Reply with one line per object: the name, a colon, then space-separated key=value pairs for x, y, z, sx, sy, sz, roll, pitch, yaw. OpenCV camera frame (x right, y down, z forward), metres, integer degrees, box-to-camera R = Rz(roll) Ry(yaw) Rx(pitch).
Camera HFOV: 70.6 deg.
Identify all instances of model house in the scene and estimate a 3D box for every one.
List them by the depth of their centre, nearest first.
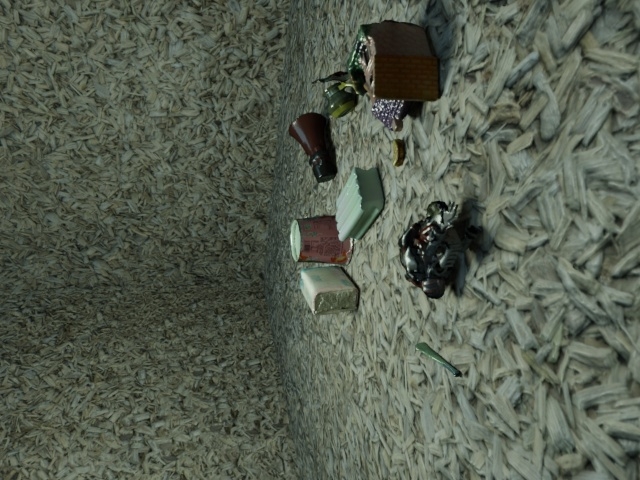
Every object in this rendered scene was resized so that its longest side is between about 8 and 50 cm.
model house: x=0.198 y=-0.458 z=1.313 sx=0.237 sy=0.202 sz=0.237 roll=116 pitch=150 yaw=-58

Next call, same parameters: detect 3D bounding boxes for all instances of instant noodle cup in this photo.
instant noodle cup: x=0.000 y=0.000 z=1.995 sx=0.243 sy=0.231 sz=0.243 roll=178 pitch=90 yaw=-75

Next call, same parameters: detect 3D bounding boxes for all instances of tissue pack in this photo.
tissue pack: x=0.030 y=0.209 z=1.952 sx=0.271 sy=0.201 sz=0.124 roll=-129 pitch=34 yaw=-66

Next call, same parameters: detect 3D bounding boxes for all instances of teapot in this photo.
teapot: x=0.087 y=-0.586 z=1.855 sx=0.165 sy=0.130 sz=0.119 roll=-31 pitch=89 yaw=38

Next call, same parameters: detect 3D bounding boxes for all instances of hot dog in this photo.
hot dog: x=0.251 y=-0.282 z=1.450 sx=0.034 sy=0.030 sz=0.090 roll=-156 pitch=65 yaw=-71

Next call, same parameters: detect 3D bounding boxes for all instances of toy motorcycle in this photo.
toy motorcycle: x=0.292 y=0.013 z=1.133 sx=0.401 sy=0.134 sz=0.207 roll=111 pitch=153 yaw=-56

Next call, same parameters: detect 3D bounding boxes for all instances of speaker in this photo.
speaker: x=-0.040 y=-0.418 z=2.230 sx=0.259 sy=0.198 sz=0.330 roll=-39 pitch=61 yaw=54

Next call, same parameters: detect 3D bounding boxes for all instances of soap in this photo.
soap: x=0.142 y=-0.132 z=1.729 sx=0.289 sy=0.095 sz=0.173 roll=119 pitch=146 yaw=-61

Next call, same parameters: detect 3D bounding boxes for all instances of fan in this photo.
fan: x=0.319 y=0.326 z=1.241 sx=0.193 sy=0.038 sz=0.016 roll=-149 pitch=47 yaw=-69

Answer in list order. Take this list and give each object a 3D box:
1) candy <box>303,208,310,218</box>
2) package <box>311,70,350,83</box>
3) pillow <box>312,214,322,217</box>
candy: x=-0.072 y=-0.089 z=2.587 sx=0.053 sy=0.046 sz=0.182 roll=153 pitch=110 yaw=-69
package: x=0.060 y=-0.669 z=1.850 sx=0.232 sy=0.166 sz=0.040 roll=-120 pitch=15 yaw=-67
pillow: x=-0.007 y=-0.022 z=2.292 sx=0.233 sy=0.086 sz=0.214 roll=180 pitch=84 yaw=-76
